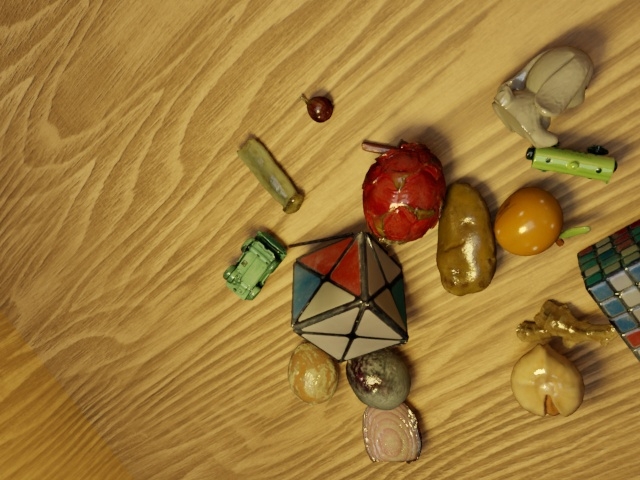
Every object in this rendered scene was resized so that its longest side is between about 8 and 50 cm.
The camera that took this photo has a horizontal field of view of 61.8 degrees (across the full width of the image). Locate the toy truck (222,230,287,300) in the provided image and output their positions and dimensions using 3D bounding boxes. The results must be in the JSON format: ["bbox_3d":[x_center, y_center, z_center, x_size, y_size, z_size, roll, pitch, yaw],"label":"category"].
[{"bbox_3d":[-0.251,0.099,2.047,0.155,0.156,0.279,39,117,4],"label":"toy truck"}]

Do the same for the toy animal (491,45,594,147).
[{"bbox_3d":[0.631,-0.421,1.490,0.265,0.271,0.206,-42,116,15],"label":"toy animal"}]

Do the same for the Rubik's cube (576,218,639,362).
[{"bbox_3d":[0.946,0.123,1.519,0.287,0.292,0.293,-36,91,28],"label":"Rubik's cube"}]

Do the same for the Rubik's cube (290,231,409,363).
[{"bbox_3d":[0.106,0.195,1.815,0.307,0.305,0.310,-24,135,25],"label":"Rubik's cube"}]

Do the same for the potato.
[{"bbox_3d":[0.469,-0.004,1.732,0.176,0.195,0.369,-4,99,-2],"label":"potato"}]

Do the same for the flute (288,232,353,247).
[{"bbox_3d":[0.000,0.000,1.995,0.269,0.014,0.014,-11,104,24],"label":"flute"}]

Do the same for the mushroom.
[{"bbox_3d":[-0.177,-0.232,1.947,0.100,0.081,0.312,-40,87,25],"label":"mushroom"}]

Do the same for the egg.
[{"bbox_3d":[-0.029,0.517,2.086,0.203,0.203,0.245,-24,75,26],"label":"egg"}]

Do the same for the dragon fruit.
[{"bbox_3d":[0.260,-0.147,1.689,0.277,0.277,0.342,8,90,18],"label":"dragon fruit"}]

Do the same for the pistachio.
[{"bbox_3d":[0.730,0.455,1.730,0.230,0.309,0.230,-10,64,21],"label":"pistachio"}]

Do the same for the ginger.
[{"bbox_3d":[0.788,0.277,1.717,0.334,0.081,0.148,4,78,49],"label":"ginger"}]

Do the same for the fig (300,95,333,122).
[{"bbox_3d":[-0.019,-0.453,1.813,0.125,0.089,0.089,36,120,35],"label":"fig"}]

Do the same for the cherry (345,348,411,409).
[{"bbox_3d":[0.212,0.504,1.969,0.218,0.296,0.255,-40,87,0],"label":"cherry"}]

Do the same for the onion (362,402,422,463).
[{"bbox_3d":[0.292,0.735,2.101,0.250,0.111,0.247,-15,80,35],"label":"onion"}]

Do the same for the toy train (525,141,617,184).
[{"bbox_3d":[0.729,-0.228,1.551,0.253,0.157,0.105,14,113,16],"label":"toy train"}]

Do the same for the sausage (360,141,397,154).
[{"bbox_3d":[0.208,-0.306,1.795,0.147,0.030,0.035,14,113,16],"label":"sausage"}]

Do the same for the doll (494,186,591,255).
[{"bbox_3d":[0.658,-0.038,1.631,0.236,0.213,0.213,29,117,-3],"label":"doll"}]
